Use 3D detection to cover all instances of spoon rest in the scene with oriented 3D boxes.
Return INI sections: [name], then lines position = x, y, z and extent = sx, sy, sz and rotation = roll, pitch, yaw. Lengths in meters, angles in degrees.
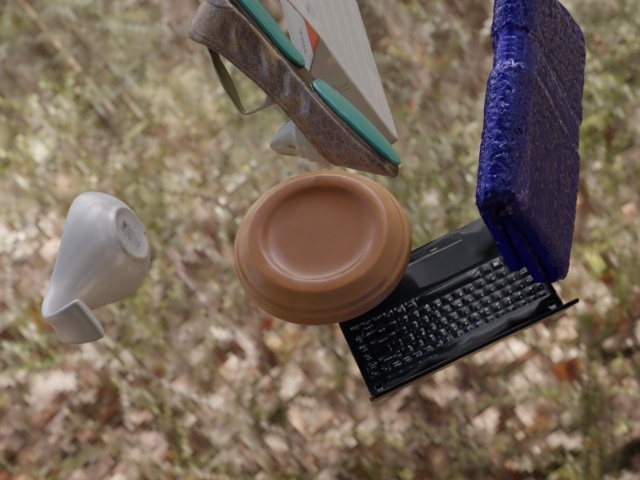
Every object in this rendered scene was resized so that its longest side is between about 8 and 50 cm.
[spoon rest]
position = -0.273, 0.037, 2.010
extent = 0.084, 0.137, 0.276
rotation = -26, 21, 20

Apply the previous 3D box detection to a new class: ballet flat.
[ballet flat]
position = -0.039, -0.169, 2.006
extent = 0.106, 0.316, 0.107
rotation = -44, -7, 15

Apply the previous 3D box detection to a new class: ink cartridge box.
[ink cartridge box]
position = -0.035, -0.333, 2.370
extent = 0.091, 0.385, 0.308
rotation = -26, 48, 15

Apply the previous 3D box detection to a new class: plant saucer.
[plant saucer]
position = 0.000, 0.000, 1.852
extent = 0.200, 0.037, 0.200
rotation = -5, 57, 8

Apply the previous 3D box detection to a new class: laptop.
[laptop]
position = 0.131, 0.062, 1.796
extent = 0.234, 0.136, 0.264
rotation = -25, 47, 0

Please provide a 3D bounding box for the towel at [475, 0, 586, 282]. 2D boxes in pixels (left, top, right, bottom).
[towel]
position = 0.216, -0.131, 1.781
extent = 0.076, 0.227, 0.308
rotation = -4, 64, 24
